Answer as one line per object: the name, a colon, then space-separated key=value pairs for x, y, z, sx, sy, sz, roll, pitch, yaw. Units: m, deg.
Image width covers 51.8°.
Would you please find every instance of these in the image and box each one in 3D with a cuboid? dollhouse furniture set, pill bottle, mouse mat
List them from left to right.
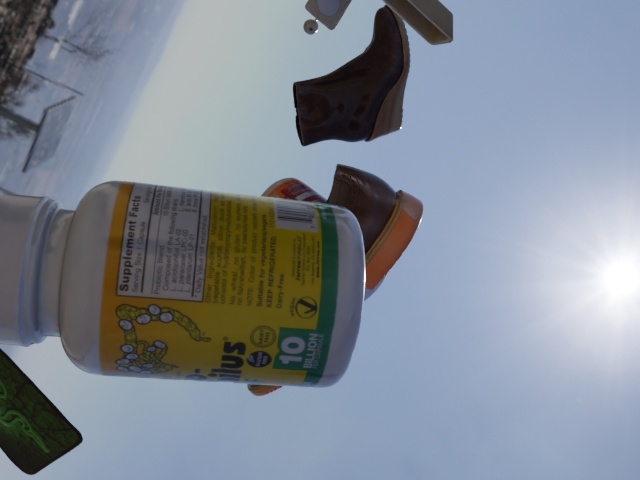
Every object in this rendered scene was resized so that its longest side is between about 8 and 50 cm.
mouse mat: x=-0.388 y=0.202 z=0.808 sx=0.152 sy=0.190 sz=0.007 roll=-36 pitch=-173 yaw=33
pill bottle: x=-0.087 y=0.026 z=0.402 sx=0.117 sy=0.208 sz=0.118 roll=-174 pitch=-90 yaw=-79
pill bottle: x=0.000 y=0.000 z=1.066 sx=0.221 sy=0.121 sz=0.121 roll=38 pitch=-75 yaw=29
dollhouse furniture set: x=0.048 y=-0.159 z=0.467 sx=0.081 sy=0.114 sz=0.091 roll=-58 pitch=-155 yaw=-3

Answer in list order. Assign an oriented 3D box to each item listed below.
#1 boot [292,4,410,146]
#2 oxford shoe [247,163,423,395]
boot: x=0.053 y=-0.297 z=1.203 sx=0.090 sy=0.206 sz=0.248 roll=-129 pitch=-146 yaw=-61
oxford shoe: x=-0.023 y=0.056 z=0.863 sx=0.364 sy=0.132 sz=0.130 roll=-54 pitch=-168 yaw=23
